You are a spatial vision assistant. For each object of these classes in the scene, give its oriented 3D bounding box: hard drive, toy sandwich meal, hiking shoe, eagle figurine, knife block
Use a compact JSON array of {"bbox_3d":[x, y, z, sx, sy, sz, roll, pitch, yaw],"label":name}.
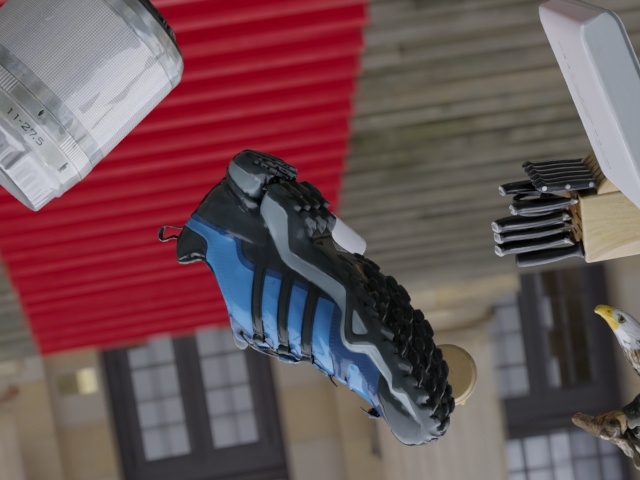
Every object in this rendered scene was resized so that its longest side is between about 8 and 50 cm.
[{"bbox_3d":[0.279,-0.131,1.704,0.040,0.203,0.307,-23,-170,4],"label":"hard drive"},{"bbox_3d":[0.152,0.167,2.147,0.085,0.086,0.029,-7,164,11],"label":"toy sandwich meal"},{"bbox_3d":[-0.005,0.067,1.528,0.132,0.304,0.113,-44,160,19],"label":"hiking shoe"},{"bbox_3d":[0.422,0.120,2.081,0.298,0.225,0.226,-51,-137,-2],"label":"eagle figurine"},{"bbox_3d":[0.370,-0.022,2.289,0.275,0.242,0.088,33,-163,-21],"label":"knife block"}]

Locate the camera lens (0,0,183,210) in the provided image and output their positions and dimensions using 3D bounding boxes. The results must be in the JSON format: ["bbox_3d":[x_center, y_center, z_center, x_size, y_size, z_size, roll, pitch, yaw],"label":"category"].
[{"bbox_3d":[-0.322,-0.201,2.183,0.274,0.219,0.219,-46,-161,-10],"label":"camera lens"}]

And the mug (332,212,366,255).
[{"bbox_3d":[0.001,0.002,1.933,0.078,0.064,0.062,-23,-151,37],"label":"mug"}]
